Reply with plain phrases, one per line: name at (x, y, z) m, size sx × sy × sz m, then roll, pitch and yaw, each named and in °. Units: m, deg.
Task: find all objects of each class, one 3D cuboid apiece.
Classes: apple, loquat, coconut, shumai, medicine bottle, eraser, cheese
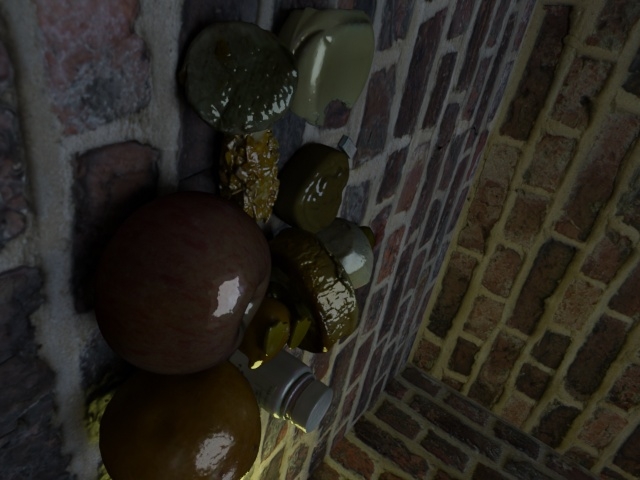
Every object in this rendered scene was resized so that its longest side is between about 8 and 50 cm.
apple at (-0.230, 0.084, 0.860) m, size 0.345 × 0.270 × 0.344 m, roll -44°, pitch 149°, yaw -36°
loquat at (-0.286, 0.388, 0.990) m, size 0.328 × 0.329 × 0.328 m, roll -42°, pitch 148°, yaw -35°
coconut at (0.040, 0.055, 1.387) m, size 0.227 × 0.227 × 0.230 m, roll -53°, pitch 153°, yaw -18°
shumai at (-0.144, -0.288, 0.837) m, size 0.120 × 0.202 × 0.201 m, roll -126°, pitch -122°, yaw -72°
medicine bottle at (-0.116, 0.404, 1.350) m, size 0.170 × 0.293 × 0.170 m, roll -43°, pitch 147°, yaw -37°
eraser at (0.078, -0.269, 1.364) m, size 0.038 × 0.019 × 0.083 m, roll -59°, pitch 154°, yaw -3°
cheese at (0.011, -0.378, 1.014) m, size 0.266 × 0.127 × 0.233 m, roll -26°, pitch 137°, yaw -49°

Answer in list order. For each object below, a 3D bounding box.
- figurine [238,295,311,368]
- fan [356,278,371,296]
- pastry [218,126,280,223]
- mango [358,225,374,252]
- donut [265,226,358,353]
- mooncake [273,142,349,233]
figurine at (-0.163, 0.178, 1.087) m, size 0.215 × 0.228 × 0.215 m, roll -31°, pitch 155°, yaw -16°
fan at (0.113, 0.260, 1.902) m, size 0.310 × 0.010 × 0.182 m, roll -46°, pitch 152°, yaw -28°
pastry at (-0.142, -0.150, 0.982) m, size 0.154 × 0.103 × 0.249 m, roll -31°, pitch 140°, yaw -48°
mango at (0.118, 0.053, 1.638) m, size 0.152 × 0.121 × 0.220 m, roll 8°, pitch 101°, yaw -66°
donut at (-0.056, 0.136, 1.214) m, size 0.160 × 0.330 × 0.329 m, roll -30°, pitch 141°, yaw -30°
mooncake at (-0.019, -0.126, 1.222) m, size 0.235 × 0.117 × 0.234 m, roll -46°, pitch 153°, yaw -32°
